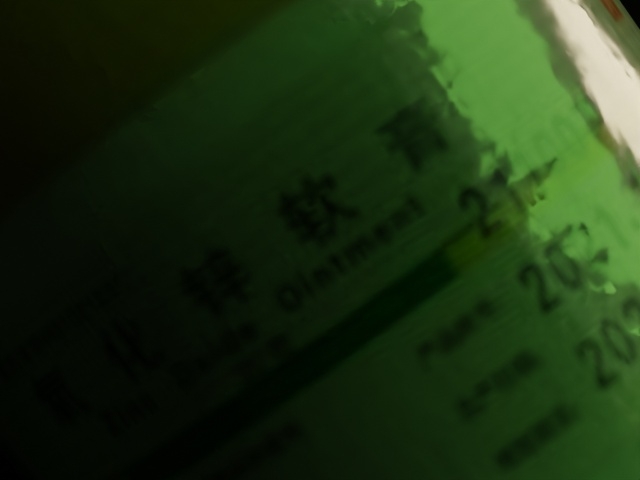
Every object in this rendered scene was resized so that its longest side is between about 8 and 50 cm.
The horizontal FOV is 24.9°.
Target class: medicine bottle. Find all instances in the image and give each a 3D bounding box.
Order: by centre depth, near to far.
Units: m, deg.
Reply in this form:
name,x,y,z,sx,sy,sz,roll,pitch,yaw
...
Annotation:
name,x,y,z,sx,sy,sz,roll,pitch,yaw
medicine bottle,0.000,0.000,0.454,0.232,0.238,0.238,54,17,-1
